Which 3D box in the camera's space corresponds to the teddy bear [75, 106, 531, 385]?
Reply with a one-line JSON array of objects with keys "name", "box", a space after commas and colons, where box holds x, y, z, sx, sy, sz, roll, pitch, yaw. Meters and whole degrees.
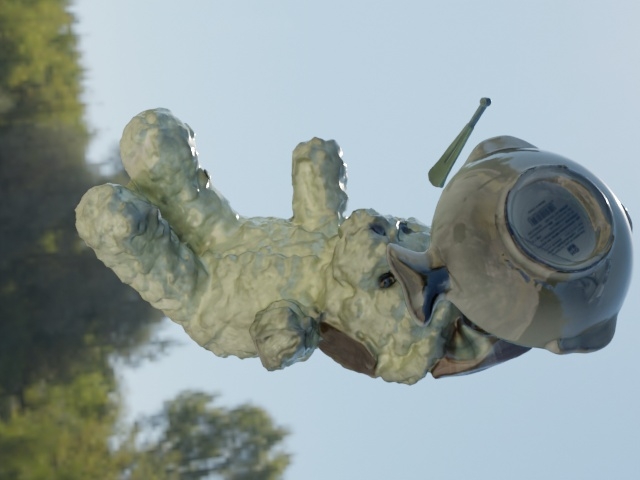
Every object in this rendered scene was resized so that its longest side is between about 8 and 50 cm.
[{"name": "teddy bear", "box": [0.000, 0.000, 1.512, 0.375, 0.362, 0.327, 54, 39, -31]}]

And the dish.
[{"name": "dish", "box": [0.188, -0.003, 1.241, 0.078, 0.246, 0.224, 120, -50, -65]}]

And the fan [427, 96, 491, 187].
[{"name": "fan", "box": [0.231, -0.165, 2.315, 0.038, 0.016, 0.193, 51, -50, 27]}]
